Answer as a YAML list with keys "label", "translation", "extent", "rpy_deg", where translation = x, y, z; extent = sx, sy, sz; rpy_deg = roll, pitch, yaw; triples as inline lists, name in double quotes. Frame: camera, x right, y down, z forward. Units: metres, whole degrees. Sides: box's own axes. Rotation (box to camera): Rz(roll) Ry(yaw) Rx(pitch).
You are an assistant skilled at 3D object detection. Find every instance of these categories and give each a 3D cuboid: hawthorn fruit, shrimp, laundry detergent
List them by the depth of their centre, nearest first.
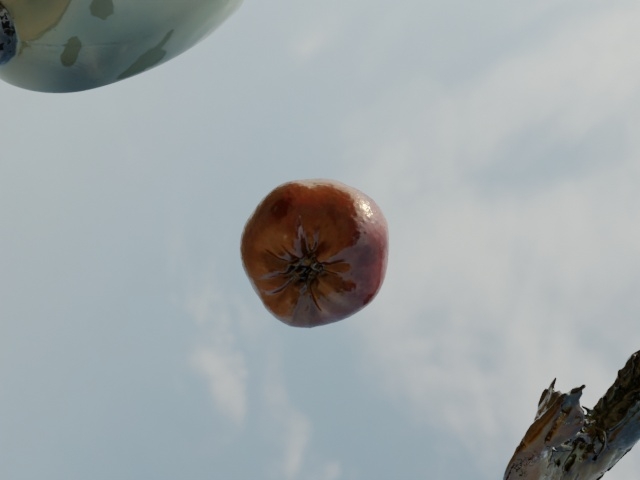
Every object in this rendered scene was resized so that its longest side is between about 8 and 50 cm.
- label: "laundry detergent"
  translation: [-0.202, -0.188, 1.050]
  extent: [0.280, 0.215, 0.105]
  rpy_deg: [-38, 147, -48]
- label: "hawthorn fruit"
  translation: [0.001, 0.010, 1.166]
  extent: [0.125, 0.140, 0.125]
  rpy_deg: [-3, -101, 18]
- label: "shrimp"
  translation: [0.269, 0.145, 1.315]
  extent: [0.290, 0.222, 0.054]
  rpy_deg: [-45, -120, 4]
